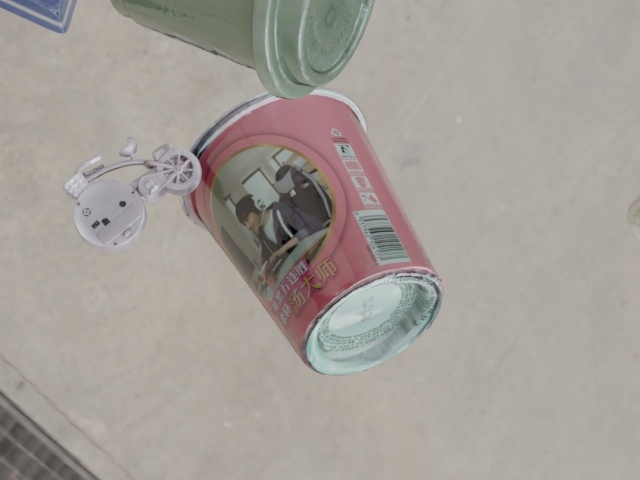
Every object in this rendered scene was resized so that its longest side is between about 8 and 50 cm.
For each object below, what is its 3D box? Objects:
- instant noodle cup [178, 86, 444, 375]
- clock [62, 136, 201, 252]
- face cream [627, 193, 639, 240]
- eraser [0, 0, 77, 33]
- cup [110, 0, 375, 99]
[{"bbox_3d":[0.000,0.000,1.237,0.243,0.255,0.244,-20,145,-15],"label":"instant noodle cup"},{"bbox_3d":[-0.174,-0.049,1.074,0.129,0.087,0.041,-35,171,-9],"label":"clock"},{"bbox_3d":[0.477,-0.110,1.339,0.311,0.092,0.092,-44,138,-21],"label":"face cream"},{"bbox_3d":[-0.366,-0.305,1.255,0.225,0.036,0.082,23,56,-21],"label":"eraser"},{"bbox_3d":[-0.048,-0.154,0.676,0.120,0.141,0.120,-55,156,-38],"label":"cup"}]
